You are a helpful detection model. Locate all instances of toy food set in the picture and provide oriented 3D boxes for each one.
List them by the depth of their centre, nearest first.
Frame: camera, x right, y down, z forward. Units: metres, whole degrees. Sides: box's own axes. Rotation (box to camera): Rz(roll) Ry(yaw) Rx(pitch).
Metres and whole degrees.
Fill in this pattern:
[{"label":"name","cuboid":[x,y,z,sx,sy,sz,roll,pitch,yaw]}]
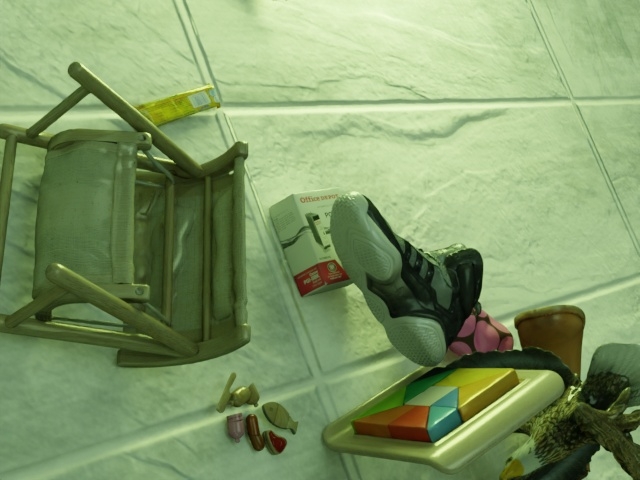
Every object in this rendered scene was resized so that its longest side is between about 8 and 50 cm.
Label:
[{"label":"toy food set","cuboid":[-0.081,0.218,1.165,0.122,0.019,0.078,46,43,-26]}]

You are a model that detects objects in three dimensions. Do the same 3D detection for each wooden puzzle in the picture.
[{"label":"wooden puzzle","cuboid":[0.146,0.205,1.197,0.221,0.238,0.044,-26,103,-33]}]

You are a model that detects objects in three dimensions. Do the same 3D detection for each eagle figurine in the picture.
[{"label":"eagle figurine","cuboid":[0.297,0.254,1.280,0.225,0.298,0.226,3,79,-22]}]

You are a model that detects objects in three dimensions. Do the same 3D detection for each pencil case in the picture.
[{"label":"pencil case","cuboid":[0.194,0.125,1.430,0.209,0.095,0.098,35,61,-22]}]

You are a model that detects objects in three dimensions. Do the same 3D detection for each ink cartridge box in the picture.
[{"label":"ink cartridge box","cuboid":[0.000,0.000,1.335,0.099,0.056,0.135,-12,77,-46]}]

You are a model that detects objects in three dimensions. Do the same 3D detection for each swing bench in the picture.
[{"label":"swing bench","cuboid":[-0.215,-0.011,1.061,0.254,0.165,0.253,24,52,-40]}]

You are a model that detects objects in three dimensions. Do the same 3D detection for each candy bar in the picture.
[{"label":"candy bar","cuboid":[-0.189,-0.177,1.281,0.161,0.018,0.040,-30,93,-49]}]

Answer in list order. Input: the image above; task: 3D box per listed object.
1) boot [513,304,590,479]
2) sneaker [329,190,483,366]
[{"label":"boot","cuboid":[0.349,0.233,1.434,0.283,0.109,0.220,77,11,-61]},{"label":"sneaker","cuboid":[0.124,0.026,1.301,0.153,0.101,0.269,-38,108,-27]}]
